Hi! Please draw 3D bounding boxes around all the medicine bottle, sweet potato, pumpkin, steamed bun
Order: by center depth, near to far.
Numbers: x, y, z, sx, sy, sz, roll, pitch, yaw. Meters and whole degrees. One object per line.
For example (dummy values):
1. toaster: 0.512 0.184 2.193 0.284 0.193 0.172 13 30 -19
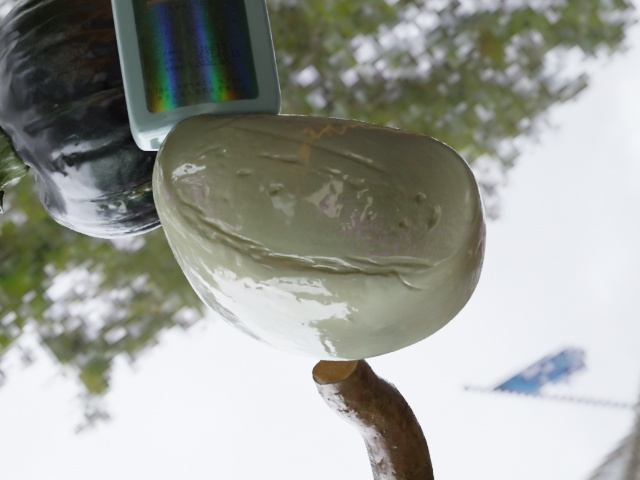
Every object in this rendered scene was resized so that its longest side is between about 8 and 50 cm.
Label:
1. steamed bun: 0.000 0.000 1.444 0.200 0.250 0.155 75 -160 -72
2. medicine bottle: -0.106 -0.192 1.514 0.083 0.121 0.229 101 160 -77
3. sweet potato: 0.073 0.205 1.708 0.059 0.067 0.281 41 162 55
4. pumpkin: -0.268 -0.135 2.062 0.296 0.296 0.296 40 -152 -27
